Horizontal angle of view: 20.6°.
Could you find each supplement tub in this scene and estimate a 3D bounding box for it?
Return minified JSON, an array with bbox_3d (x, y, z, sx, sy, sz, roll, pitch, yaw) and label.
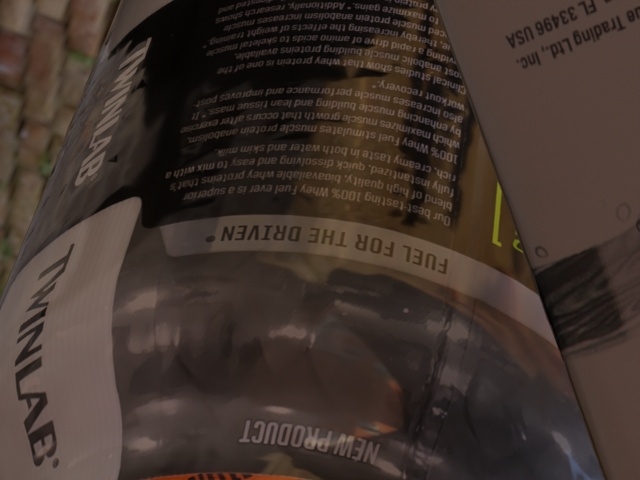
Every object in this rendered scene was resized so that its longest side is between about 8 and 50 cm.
[{"bbox_3d":[0.005,0.025,0.530,0.316,0.194,0.193,-78,-176,-50],"label":"supplement tub"}]

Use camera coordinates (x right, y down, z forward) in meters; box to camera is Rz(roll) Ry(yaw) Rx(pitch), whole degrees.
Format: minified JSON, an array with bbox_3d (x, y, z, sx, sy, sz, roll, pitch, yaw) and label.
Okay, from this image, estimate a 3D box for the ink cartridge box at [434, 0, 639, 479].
[{"bbox_3d":[0.115,-0.026,0.327,0.153,0.208,0.087,-20,177,37],"label":"ink cartridge box"}]
